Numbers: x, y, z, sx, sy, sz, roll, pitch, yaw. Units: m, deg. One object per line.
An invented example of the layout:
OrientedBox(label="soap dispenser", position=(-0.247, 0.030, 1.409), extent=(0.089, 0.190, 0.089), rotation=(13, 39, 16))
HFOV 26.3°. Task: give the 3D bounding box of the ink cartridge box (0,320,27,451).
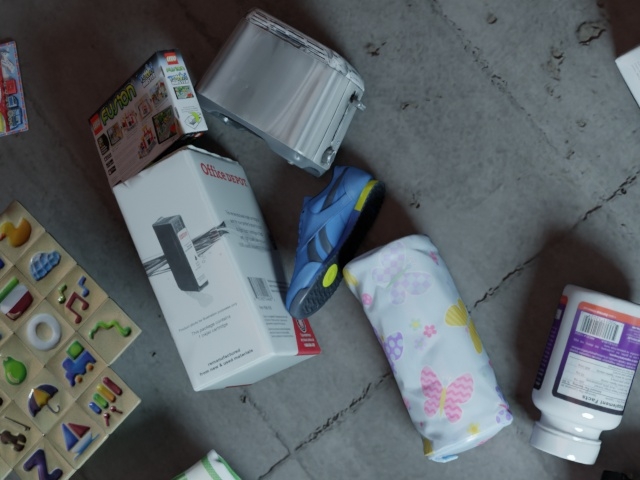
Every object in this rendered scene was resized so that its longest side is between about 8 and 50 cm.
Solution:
OrientedBox(label="ink cartridge box", position=(-0.367, 0.186, 1.735), extent=(0.093, 0.219, 0.160), rotation=(-11, 83, 16))

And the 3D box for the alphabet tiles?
OrientedBox(label="alphabet tiles", position=(-0.382, 0.130, 1.626), extent=(0.342, 0.011, 0.285), rotation=(44, 97, 13))

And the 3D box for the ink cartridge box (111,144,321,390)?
OrientedBox(label="ink cartridge box", position=(-0.125, 0.037, 1.683), extent=(0.114, 0.197, 0.272), rotation=(-25, 79, 14))

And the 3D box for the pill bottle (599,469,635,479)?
OrientedBox(label="pill bottle", position=(0.419, 0.326, 1.537), extent=(0.219, 0.123, 0.122), rotation=(10, 89, 18))

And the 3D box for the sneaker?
OrientedBox(label="sneaker", position=(0.000, 0.000, 1.698), extent=(0.082, 0.069, 0.209), rotation=(23, 73, 21))

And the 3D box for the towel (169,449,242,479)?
OrientedBox(label="towel", position=(-0.175, 0.444, 1.718), extent=(0.325, 0.038, 0.248), rotation=(-41, 96, 12))

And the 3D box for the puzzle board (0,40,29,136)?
OrientedBox(label="puzzle board", position=(-0.458, -0.205, 1.899), extent=(0.096, 0.011, 0.128), rotation=(-12, 82, 16))

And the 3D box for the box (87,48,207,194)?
OrientedBox(label="box", position=(-0.225, -0.149, 1.751), extent=(0.207, 0.036, 0.114), rotation=(-31, 75, 50))

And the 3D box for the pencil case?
OrientedBox(label="pencil case", position=(0.126, 0.126, 1.645), extent=(0.124, 0.113, 0.273), rotation=(-30, 78, 21))

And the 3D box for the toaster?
OrientedBox(label="toaster", position=(-0.055, -0.191, 1.717), extent=(0.227, 0.129, 0.146), rotation=(32, 92, 20))

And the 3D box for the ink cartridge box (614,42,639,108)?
OrientedBox(label="ink cartridge box", position=(0.527, -0.131, 1.532), extent=(0.272, 0.130, 0.309), rotation=(-29, 79, 13))

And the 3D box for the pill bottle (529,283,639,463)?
OrientedBox(label="pill bottle", position=(0.309, 0.156, 1.590), extent=(0.108, 0.108, 0.193), rotation=(18, 92, 17))
